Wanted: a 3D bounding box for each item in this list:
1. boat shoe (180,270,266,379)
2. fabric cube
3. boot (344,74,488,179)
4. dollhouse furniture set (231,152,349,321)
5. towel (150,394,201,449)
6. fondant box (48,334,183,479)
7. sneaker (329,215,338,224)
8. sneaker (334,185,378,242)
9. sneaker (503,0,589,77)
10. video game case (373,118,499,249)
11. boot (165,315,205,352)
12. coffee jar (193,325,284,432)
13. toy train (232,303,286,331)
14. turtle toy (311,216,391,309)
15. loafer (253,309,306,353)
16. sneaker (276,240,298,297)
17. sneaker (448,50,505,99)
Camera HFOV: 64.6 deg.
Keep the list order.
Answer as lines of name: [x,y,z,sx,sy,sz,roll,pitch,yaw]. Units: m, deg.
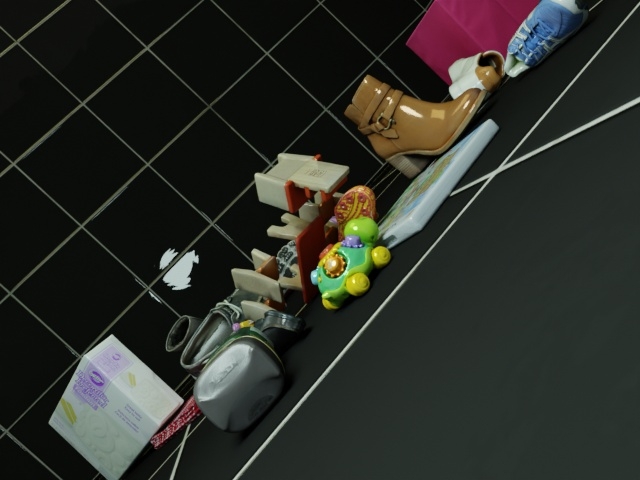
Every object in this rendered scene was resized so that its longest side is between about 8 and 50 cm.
boat shoe: [-0.224,0.206,1.288,0.335,0.121,0.119,-58,-25,-16]
fabric cube: [0.446,-0.600,1.420,0.259,0.258,0.254,-47,2,-9]
boot: [0.183,-0.270,1.037,0.109,0.220,0.283,-48,3,-28]
dollhouse furniture set: [-0.018,-0.008,0.858,0.262,0.135,0.259,-49,-36,-40]
towel: [-0.261,0.339,1.114,0.275,0.031,0.199,-45,2,39]
fondant box: [-0.510,0.422,1.242,0.330,0.238,0.096,-51,-4,31]
sneaker: [0.000,0.000,1.489,0.236,0.095,0.104,-38,1,44]
sneaker: [0.061,-0.040,0.802,0.067,0.064,0.175,-52,-14,-23]
sneaker: [0.357,-0.327,0.815,0.081,0.080,0.211,-53,-7,1]
video game case: [0.141,-0.060,0.718,0.212,0.023,0.193,-48,3,-27]
boot: [-0.331,0.290,1.353,0.190,0.076,0.208,-68,-21,1]
coffee jar: [-0.092,0.155,0.590,0.096,0.079,0.184,-45,1,-9]
toy train: [-0.133,0.194,1.139,0.125,0.046,0.166,-20,-16,-15]
turtle toy: [0.037,0.024,0.630,0.130,0.066,0.095,-48,3,-33]
loafer: [-0.065,0.143,0.731,0.170,0.062,0.061,131,159,-64]
sneaker: [-0.086,0.084,1.433,0.279,0.107,0.118,-44,-6,18]
sneaker: [0.372,-0.381,1.170,0.123,0.106,0.290,-38,16,30]
